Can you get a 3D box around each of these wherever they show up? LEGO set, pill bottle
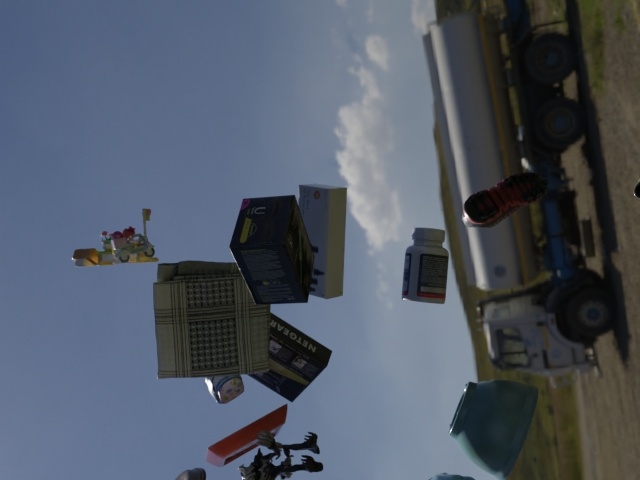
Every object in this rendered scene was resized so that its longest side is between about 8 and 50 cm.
[{"bbox_3d":[-0.408,-0.005,1.497,0.132,0.287,0.107,-2,-92,-36],"label":"LEGO set"},{"bbox_3d":[0.259,0.062,1.780,0.108,0.108,0.180,15,-100,-72],"label":"pill bottle"}]

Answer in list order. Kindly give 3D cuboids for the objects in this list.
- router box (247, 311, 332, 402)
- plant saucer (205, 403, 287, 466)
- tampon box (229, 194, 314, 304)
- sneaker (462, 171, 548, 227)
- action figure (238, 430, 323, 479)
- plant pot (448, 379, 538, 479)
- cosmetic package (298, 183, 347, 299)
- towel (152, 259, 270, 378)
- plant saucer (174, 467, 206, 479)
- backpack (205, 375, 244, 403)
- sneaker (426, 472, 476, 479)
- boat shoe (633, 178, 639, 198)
[{"bbox_3d":[-0.154,0.374,2.405,0.308,0.243,0.081,34,-141,-8],"label":"router box"},{"bbox_3d":[-0.214,0.592,2.166,0.048,0.258,0.259,58,159,17],"label":"plant saucer"},{"bbox_3d":[-0.082,0.019,1.292,0.161,0.101,0.120,72,-161,-43],"label":"tampon box"},{"bbox_3d":[0.515,-0.110,2.067,0.098,0.276,0.135,62,166,15],"label":"sneaker"},{"bbox_3d":[-0.131,0.575,1.882,0.141,0.275,0.164,46,-150,-29],"label":"action figure"},{"bbox_3d":[0.499,0.536,2.163,0.293,0.196,0.293,21,-90,-78],"label":"plant pot"},{"bbox_3d":[0.000,0.000,1.582,0.060,0.099,0.239,-9,-76,-47],"label":"cosmetic package"},{"bbox_3d":[-0.284,0.210,1.939,0.056,0.312,0.324,-137,47,-77],"label":"towel"},{"bbox_3d":[-0.391,0.719,1.905,0.041,0.278,0.278,34,-144,-14],"label":"plant saucer"},{"bbox_3d":[-0.292,0.436,2.243,0.105,0.084,0.114,-30,-59,-23],"label":"backpack"},{"bbox_3d":[0.390,0.711,2.012,0.135,0.150,0.366,56,162,-10],"label":"sneaker"},{"bbox_3d":[0.948,-0.154,1.873,0.305,0.091,0.109,-17,91,67],"label":"boat shoe"}]
